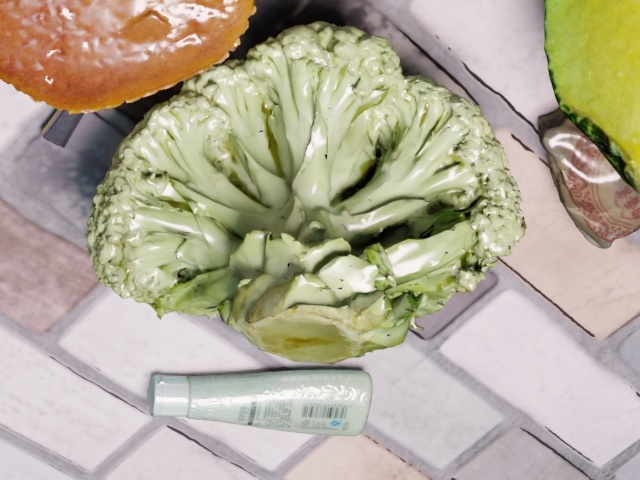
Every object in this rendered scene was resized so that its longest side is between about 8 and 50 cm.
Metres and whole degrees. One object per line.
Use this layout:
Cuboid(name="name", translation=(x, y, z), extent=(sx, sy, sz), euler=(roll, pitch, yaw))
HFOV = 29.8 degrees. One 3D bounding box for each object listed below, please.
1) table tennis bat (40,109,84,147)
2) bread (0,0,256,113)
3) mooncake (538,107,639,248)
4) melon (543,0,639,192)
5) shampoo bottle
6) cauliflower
Cuboid(name="table tennis bat", translation=(-0.151, -0.132, 0.857), extent=(0.095, 0.014, 0.158), euler=(28, 113, -27))
Cuboid(name="bread", translation=(-0.137, -0.176, 0.766), extent=(0.199, 0.104, 0.199), euler=(-3, 117, -7))
Cuboid(name="mooncake", translation=(0.247, -0.065, 0.948), extent=(0.130, 0.073, 0.125), euler=(-26, 123, 5))
Cuboid(name="melon", translation=(0.302, -0.196, 0.784), extent=(0.331, 0.226, 0.343), euler=(36, 120, -26))
Cuboid(name="shampoo bottle", translation=(-0.053, 0.140, 1.047), extent=(0.191, 0.041, 0.069), euler=(4, 129, -13))
Cuboid(name="cauliflower", translation=(0.000, 0.000, 0.835), extent=(0.275, 0.250, 0.272), euler=(-37, 121, 20))
